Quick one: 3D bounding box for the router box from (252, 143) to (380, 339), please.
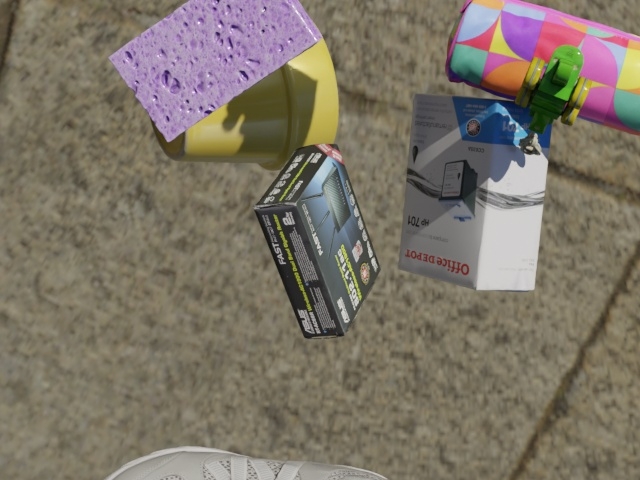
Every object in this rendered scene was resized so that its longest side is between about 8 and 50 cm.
[{"bbox_3d":[0.000,0.000,1.009,0.038,0.092,0.122,-6,120,28],"label":"router box"}]

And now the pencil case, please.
[{"bbox_3d":[0.239,-0.172,1.265,0.236,0.104,0.104,14,117,6],"label":"pencil case"}]

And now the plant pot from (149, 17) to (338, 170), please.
[{"bbox_3d":[-0.133,-0.225,2.064,0.239,0.254,0.254,-13,120,-26],"label":"plant pot"}]

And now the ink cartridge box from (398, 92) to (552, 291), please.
[{"bbox_3d":[0.157,-0.051,1.356,0.082,0.139,0.191,3,96,-34],"label":"ink cartridge box"}]

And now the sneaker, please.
[{"bbox_3d":[-0.037,0.197,0.957,0.281,0.115,0.105,0,80,-35],"label":"sneaker"}]

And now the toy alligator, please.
[{"bbox_3d":[0.211,-0.134,1.202,0.056,0.190,0.051,23,74,6],"label":"toy alligator"}]

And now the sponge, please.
[{"bbox_3d":[-0.115,-0.211,1.445,0.210,0.031,0.117,-32,97,18],"label":"sponge"}]
